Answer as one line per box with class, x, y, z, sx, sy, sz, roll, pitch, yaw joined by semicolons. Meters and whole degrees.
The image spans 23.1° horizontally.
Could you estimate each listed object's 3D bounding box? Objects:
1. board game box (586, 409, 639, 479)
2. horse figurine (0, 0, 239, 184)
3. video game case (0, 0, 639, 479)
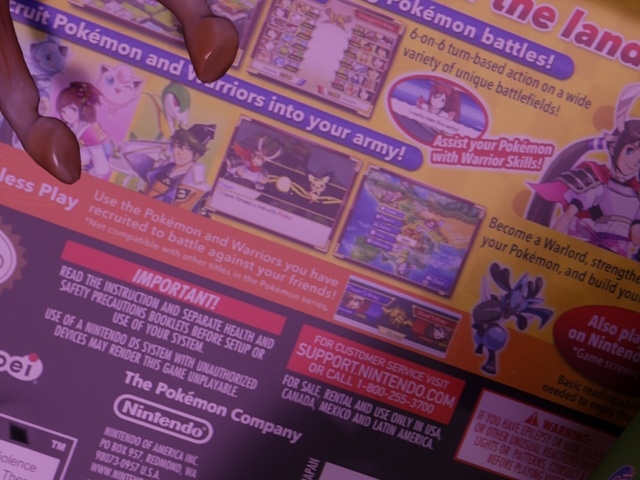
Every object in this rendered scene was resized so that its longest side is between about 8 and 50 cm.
board game box;0.234;0.124;0.498;0.317;0.046;0.213;50;63;-16
horse figurine;-0.134;-0.039;0.421;0.174;0.066;0.263;40;106;19
video game case;0.000;0.000;0.493;0.275;0.035;0.248;20;98;-11
